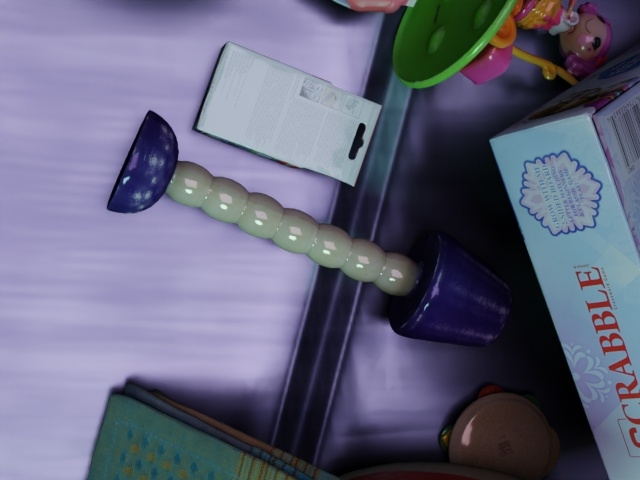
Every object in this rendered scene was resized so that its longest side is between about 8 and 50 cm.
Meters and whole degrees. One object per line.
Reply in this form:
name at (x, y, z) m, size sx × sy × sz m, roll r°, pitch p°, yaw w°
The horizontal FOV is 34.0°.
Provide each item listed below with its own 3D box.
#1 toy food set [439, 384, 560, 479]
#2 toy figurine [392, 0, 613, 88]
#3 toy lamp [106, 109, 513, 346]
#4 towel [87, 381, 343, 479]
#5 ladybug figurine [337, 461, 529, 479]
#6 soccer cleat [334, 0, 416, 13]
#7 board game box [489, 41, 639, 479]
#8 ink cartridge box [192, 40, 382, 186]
toy food set at (0.131, 0.148, 0.763) m, size 0.083 × 0.020 × 0.083 m, roll -34°, pitch 99°, yaw -8°
toy figurine at (0.155, -0.142, 0.724) m, size 0.159 × 0.130 × 0.173 m, roll 29°, pitch 62°, yaw -26°
toy lamp at (0.000, 0.000, 0.696) m, size 0.274 × 0.080 × 0.080 m, roll 22°, pitch 88°, yaw -14°
towel at (-0.028, 0.263, 0.590) m, size 0.040 × 0.370 × 0.272 m, roll 20°, pitch 87°, yaw -52°
ladybug figurine at (0.129, 0.323, 0.649) m, size 0.449 × 0.162 × 0.305 m, roll 36°, pitch 86°, yaw 8°
soccer cleat at (0.054, -0.274, 0.695) m, size 0.095 × 0.083 × 0.248 m, roll 15°, pitch 92°, yaw -8°
board game box at (0.257, 0.027, 0.668) m, size 0.318 × 0.065 × 0.318 m, roll -31°, pitch 104°, yaw -46°
ink cartridge box at (-0.022, -0.084, 0.712) m, size 0.115 × 0.029 × 0.063 m, roll 20°, pitch 88°, yaw -14°
